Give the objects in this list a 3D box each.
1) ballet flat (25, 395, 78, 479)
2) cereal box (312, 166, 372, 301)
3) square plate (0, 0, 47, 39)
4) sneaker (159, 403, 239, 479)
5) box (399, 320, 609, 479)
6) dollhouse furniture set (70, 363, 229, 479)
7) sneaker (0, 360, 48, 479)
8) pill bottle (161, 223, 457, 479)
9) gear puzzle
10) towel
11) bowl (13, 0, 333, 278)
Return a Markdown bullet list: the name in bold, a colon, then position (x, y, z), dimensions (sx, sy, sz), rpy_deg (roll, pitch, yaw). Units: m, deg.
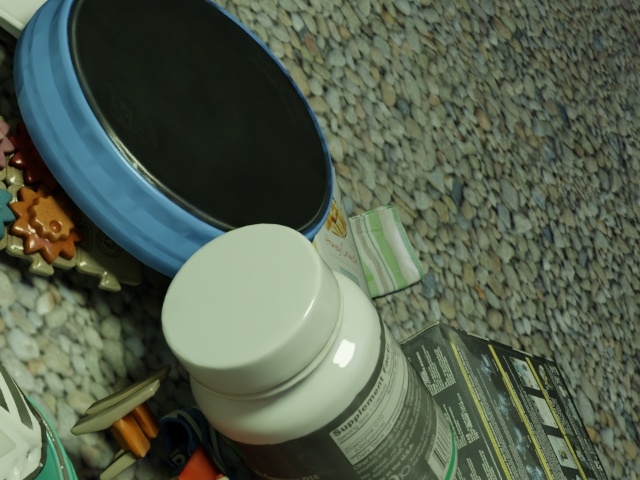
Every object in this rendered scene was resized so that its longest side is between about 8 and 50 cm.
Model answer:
- **ballet flat**: position (-0.246, 0.261, 1.699), dimensions (0.087, 0.083, 0.247), rpy_deg (32, 35, -77)
- **cereal box**: position (0.000, 0.000, 2.235), dimensions (0.173, 0.047, 0.240), rpy_deg (33, 38, -64)
- **square plate**: position (-0.294, -0.318, 2.097), dimensions (0.344, 0.049, 0.347), rpy_deg (37, 38, -35)
- **sneaker**: position (-0.126, 0.237, 1.902), dimensions (0.059, 0.053, 0.144), rpy_deg (7, 52, -54)
- **box**: position (0.249, 0.304, 2.146), dimensions (0.318, 0.097, 0.395), rpy_deg (22, 41, -56)
- **dollhouse furniture set**: position (-0.112, 0.256, 1.743), dimensions (0.262, 0.135, 0.259), rpy_deg (59, 7, -4)
- **sneaker**: position (-0.302, 0.254, 1.522), dimensions (0.257, 0.169, 0.448), rpy_deg (18, 57, -57)
- **pill bottle**: position (-0.009, 0.154, 1.896), dimensions (0.361, 0.204, 0.204), rpy_deg (56, 26, -45)
- **gear puzzle**: position (-0.238, -0.040, 1.894), dimensions (0.339, 0.044, 0.176), rpy_deg (16, 54, -34)
- **towel**: position (0.076, 0.014, 2.399), dimensions (0.152, 0.023, 0.113), rpy_deg (-18, 79, -58)
- **bowl**: position (-0.144, -0.128, 1.975), dimensions (0.391, 0.077, 0.391), rpy_deg (31, 36, -27)
